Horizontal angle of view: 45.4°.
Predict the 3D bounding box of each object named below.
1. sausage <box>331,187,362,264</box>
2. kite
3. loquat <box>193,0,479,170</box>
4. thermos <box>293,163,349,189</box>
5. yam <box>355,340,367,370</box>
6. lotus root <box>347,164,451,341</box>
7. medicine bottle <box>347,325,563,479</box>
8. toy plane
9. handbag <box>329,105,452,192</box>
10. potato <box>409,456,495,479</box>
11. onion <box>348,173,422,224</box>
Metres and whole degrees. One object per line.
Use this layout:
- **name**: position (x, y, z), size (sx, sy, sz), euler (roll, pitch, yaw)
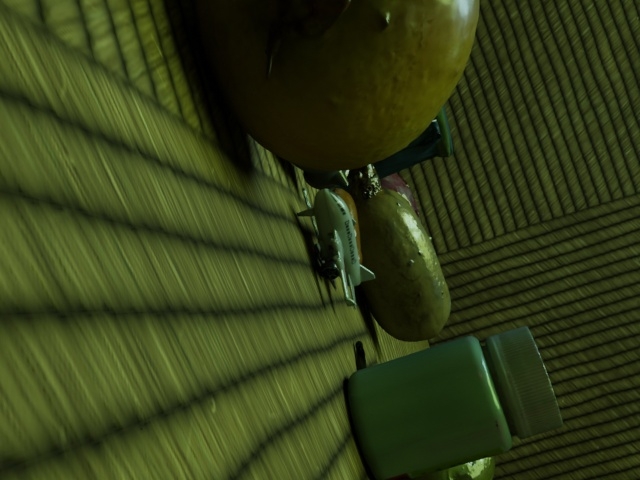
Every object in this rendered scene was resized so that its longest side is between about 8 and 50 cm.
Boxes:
- **sausage**: position (0.033, -0.016, 1.156), size (0.062, 0.054, 0.183), euler (39, 29, -35)
- **kite**: position (-0.001, 0.000, 1.066), size (0.137, 0.005, 0.152), euler (-67, 137, -79)
- **loquat**: position (0.015, -0.206, 0.713), size (0.275, 0.275, 0.275), euler (-18, 90, -82)
- **thermos**: position (-0.020, -0.152, 0.983), size (0.137, 0.105, 0.193), euler (40, -14, 31)
- **yam**: position (0.057, 0.173, 1.041), size (0.107, 0.014, 0.014), euler (-95, 165, -57)
- **lotus root**: position (0.118, 0.024, 1.319), size (0.169, 0.151, 0.342), euler (-105, 170, -68)
- **medicine bottle**: position (0.154, 0.191, 0.899), size (0.139, 0.225, 0.139), euler (-19, 90, -81)
- **toy plane**: position (0.022, 0.003, 0.981), size (0.162, 0.065, 0.171), euler (-87, 154, -49)
- **handbag**: position (0.089, -0.235, 1.358), size (0.263, 0.241, 0.222), euler (65, 10, -49)
- **potato**: position (0.172, 0.289, 1.098), size (0.248, 0.143, 0.169), euler (-30, 112, -82)
- **onion**: position (0.136, -0.019, 1.529), size (0.227, 0.120, 0.283), euler (-127, -156, -60)
